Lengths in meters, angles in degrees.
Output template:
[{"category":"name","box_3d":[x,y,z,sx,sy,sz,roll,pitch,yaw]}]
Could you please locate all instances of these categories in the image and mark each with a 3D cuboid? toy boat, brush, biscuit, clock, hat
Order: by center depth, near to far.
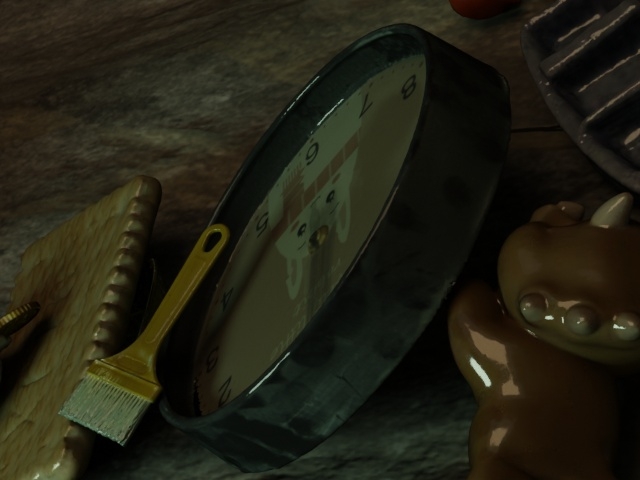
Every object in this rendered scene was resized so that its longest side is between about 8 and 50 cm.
[{"category":"clock","box_3d":[0.000,0.000,1.392,0.386,0.076,0.386,-48,21,26]},{"category":"toy boat","box_3d":[0.260,-0.107,1.411,0.127,0.078,0.283,-34,44,7]},{"category":"brush","box_3d":[-0.133,0.070,1.441,0.083,0.011,0.205,17,68,41]},{"category":"hat","box_3d":[-0.139,0.094,1.549,0.146,0.067,0.146,-162,90,-79]},{"category":"biscuit","box_3d":[-0.238,0.103,1.579,0.217,0.044,0.325,-28,39,40]}]

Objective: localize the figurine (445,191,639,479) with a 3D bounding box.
[{"category":"figurine","box_3d":[0.192,0.090,1.229,0.173,0.177,0.247,-17,48,24]}]

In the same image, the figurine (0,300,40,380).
[{"category":"figurine","box_3d":[-0.358,0.148,1.558,0.271,0.143,0.143,-26,43,-5]}]

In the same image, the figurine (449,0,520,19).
[{"category":"figurine","box_3d":[0.141,-0.256,1.626,0.075,0.068,0.140,-32,50,6]}]
